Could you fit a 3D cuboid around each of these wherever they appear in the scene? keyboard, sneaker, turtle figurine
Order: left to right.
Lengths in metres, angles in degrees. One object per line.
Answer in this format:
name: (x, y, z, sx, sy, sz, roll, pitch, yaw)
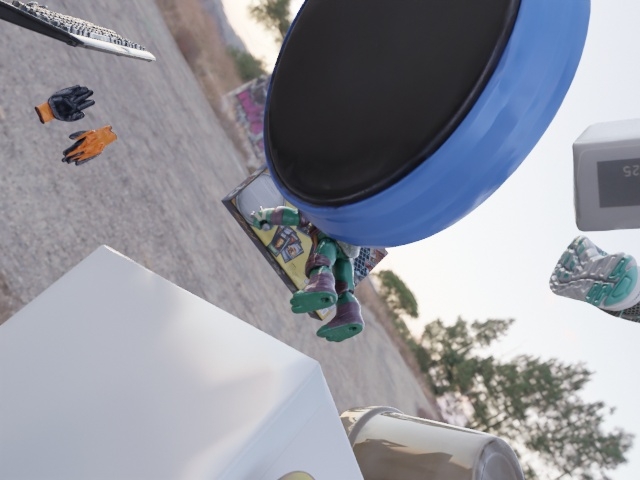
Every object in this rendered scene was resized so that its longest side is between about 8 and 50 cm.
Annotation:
keyboard: (-0.355, -0.294, 0.970, 0.201, 0.033, 0.317, 20, 10, -1)
turtle figurine: (0.000, 0.000, 0.898, 0.175, 0.118, 0.234, 30, 37, -35)
sneaker: (0.266, 0.043, 0.654, 0.076, 0.065, 0.166, 29, 9, -6)

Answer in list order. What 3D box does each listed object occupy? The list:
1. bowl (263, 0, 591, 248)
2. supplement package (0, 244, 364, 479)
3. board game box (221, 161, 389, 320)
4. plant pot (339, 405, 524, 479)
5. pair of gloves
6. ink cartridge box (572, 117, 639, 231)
bowl: (0.078, -0.187, 0.737, 0.077, 0.391, 0.391, 23, 26, -37)
supplement package: (-0.100, 0.184, 0.438, 0.198, 0.199, 0.263, 22, -36, 38)
board game box: (-0.018, -0.019, 1.122, 0.243, 0.165, 0.042, 54, -21, -20)
plant pot: (0.188, 0.440, 1.241, 0.323, 0.280, 0.323, 23, 59, -45)
pair of gloves: (-0.276, -0.131, 0.810, 0.010, 0.074, 0.083, 1, -57, 44)
ink cartridge box: (0.201, -0.042, 0.340, 0.179, 0.145, 0.045, -21, 106, -64)
